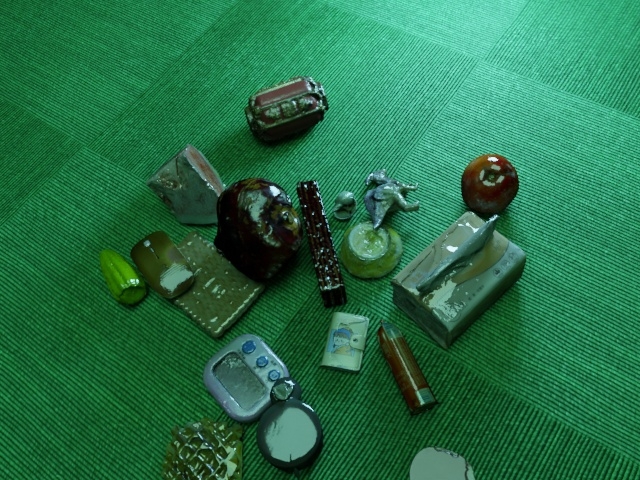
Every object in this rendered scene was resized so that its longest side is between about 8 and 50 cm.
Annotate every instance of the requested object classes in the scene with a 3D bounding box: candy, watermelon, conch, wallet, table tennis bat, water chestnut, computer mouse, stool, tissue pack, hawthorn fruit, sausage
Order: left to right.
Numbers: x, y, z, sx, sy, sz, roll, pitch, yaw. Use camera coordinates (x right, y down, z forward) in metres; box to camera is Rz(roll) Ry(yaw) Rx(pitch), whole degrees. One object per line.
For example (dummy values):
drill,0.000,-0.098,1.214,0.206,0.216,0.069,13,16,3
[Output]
candy,-0.593,0.098,1.795,0.096,0.097,0.209,-36,58,-14
computer mouse,-0.463,0.064,1.773,0.125,0.056,0.245,-36,58,-12
watermelon,-0.390,-0.187,1.875,0.193,0.231,0.310,-29,72,30
water chestnut,-0.180,-0.032,1.708,0.244,0.289,0.289,-29,60,-10
stool,-0.063,0.454,1.477,0.153,0.139,0.228,8,62,12
conch,0.076,-0.105,1.843,0.076,0.056,0.085,44,105,11
wallet,0.068,0.271,1.627,0.110,0.039,0.155,7,61,13
sausage,0.211,0.313,1.563,0.083,0.083,0.264,-22,57,-5
tissue pack,0.360,0.083,1.591,0.305,0.239,0.238,-40,62,-15
table tennis bat,0.323,0.567,1.427,0.234,0.022,0.131,16,62,18
hawthorn fruit,0.488,-0.164,1.749,0.172,0.173,0.173,-4,59,6

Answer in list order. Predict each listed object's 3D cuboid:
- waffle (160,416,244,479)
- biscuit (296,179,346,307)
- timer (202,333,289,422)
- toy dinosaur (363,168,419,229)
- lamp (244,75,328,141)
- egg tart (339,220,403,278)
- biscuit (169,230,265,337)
waffle,-0.294,0.548,1.505,0.203,0.054,0.224,-5,60,6
biscuit,0.000,0.000,1.758,0.073,0.107,0.389,-14,58,-1
timer,-0.193,0.359,1.595,0.190,0.069,0.208,-39,63,-15
toy dinosaur,0.209,-0.128,1.796,0.162,0.077,0.294,-1,27,8
lamp,-0.112,-0.433,2.005,0.273,0.177,0.177,-21,59,-3
egg tart,0.145,0.018,1.746,0.197,0.078,0.197,-3,61,6
biscuit,-0.334,0.121,1.769,0.324,0.044,0.217,32,71,26
